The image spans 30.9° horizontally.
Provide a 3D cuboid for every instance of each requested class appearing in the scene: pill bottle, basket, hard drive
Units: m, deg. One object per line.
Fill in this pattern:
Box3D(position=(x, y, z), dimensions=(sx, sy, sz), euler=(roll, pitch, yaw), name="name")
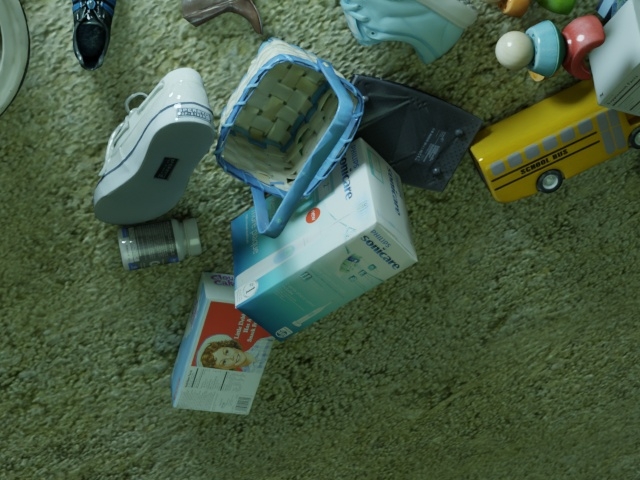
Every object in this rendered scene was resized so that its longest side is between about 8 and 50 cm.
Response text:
Box3D(position=(-0.279, 0.004, 2.007), dimensions=(0.137, 0.078, 0.078), euler=(-10, 126, -7), name="pill bottle")
Box3D(position=(-0.044, -0.174, 1.814), dimensions=(0.201, 0.289, 0.255), euler=(24, 118, -22), name="basket")
Box3D(position=(0.135, -0.189, 1.999), dimensions=(0.254, 0.054, 0.172), euler=(16, 118, -23), name="hard drive")

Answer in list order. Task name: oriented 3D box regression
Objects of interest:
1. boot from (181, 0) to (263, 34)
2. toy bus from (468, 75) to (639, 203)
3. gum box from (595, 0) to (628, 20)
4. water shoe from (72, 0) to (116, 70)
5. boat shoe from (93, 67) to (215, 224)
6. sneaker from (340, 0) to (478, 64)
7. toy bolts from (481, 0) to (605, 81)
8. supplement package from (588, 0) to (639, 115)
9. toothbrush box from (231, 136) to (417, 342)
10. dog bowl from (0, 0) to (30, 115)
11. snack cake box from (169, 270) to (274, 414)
Box3D(position=(-0.156, -0.353, 1.818), dimensions=(0.114, 0.037, 0.106), euler=(-23, 114, -2), name="boot")
Box3D(position=(0.435, -0.188, 2.049), dimensions=(0.332, 0.108, 0.130), euler=(-26, 125, 4), name="toy bus")
Box3D(position=(0.583, -0.429, 1.961), dimensions=(0.184, 0.041, 0.157), euler=(13, 120, -22), name="gum box")
Box3D(position=(-0.338, -0.355, 1.741), dimensions=(0.073, 0.080, 0.203), euler=(-3, 125, -14), name="water shoe")
Box3D(position=(-0.277, -0.162, 1.865), dimensions=(0.136, 0.156, 0.367), euler=(7, 151, -24), name="boat shoe")
Box3D(position=(0.076, -0.380, 1.802), dimensions=(0.366, 0.135, 0.150), euler=(25, 112, -27), name="sneaker")
Box3D(position=(0.329, -0.326, 1.857), dimensions=(0.158, 0.228, 0.218), euler=(-4, 132, -13), name="toy bolts")
Box3D(position=(0.596, -0.291, 1.957), dimensions=(0.244, 0.139, 0.134), euler=(10, 146, -21), name="supplement package")
Box3D(position=(0.000, 0.000, 1.960), dimensions=(0.295, 0.216, 0.126), euler=(-30, 130, 22), name="toothbrush box")
Box3D(position=(-0.616, -0.322, 1.624), dimensions=(0.408, 0.150, 0.408), euler=(-6, 132, -7), name="dog bowl")
Box3D(position=(-0.177, 0.195, 2.160), dimensions=(0.152, 0.089, 0.264), euler=(9, 121, -18), name="snack cake box")
